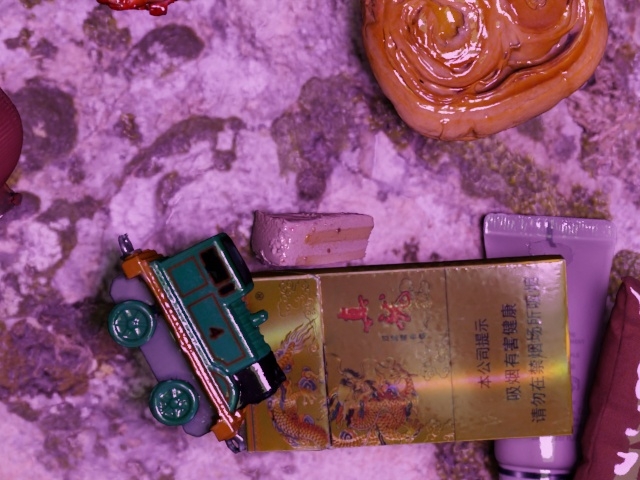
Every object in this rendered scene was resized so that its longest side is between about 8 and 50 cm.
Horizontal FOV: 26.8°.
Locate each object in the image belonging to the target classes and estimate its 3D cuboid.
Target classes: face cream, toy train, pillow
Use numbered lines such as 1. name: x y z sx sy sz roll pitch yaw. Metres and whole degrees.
1. face cream: 0.225 0.132 1.344 0.143 0.089 0.314 4 90 -11
2. toy train: -0.108 0.084 1.228 0.136 0.091 0.227 -30 90 5
3. pillow: 0.363 0.210 1.336 0.308 0.108 0.305 16 89 -37

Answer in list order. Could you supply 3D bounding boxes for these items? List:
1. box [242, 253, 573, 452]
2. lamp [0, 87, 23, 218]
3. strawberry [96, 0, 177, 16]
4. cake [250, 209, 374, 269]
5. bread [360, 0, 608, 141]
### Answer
1. box: 0.079 0.108 1.278 0.311 0.043 0.172 -3 98 4
2. lamp: -0.363 -0.107 1.132 0.180 0.180 0.258 -39 102 -7
3. strawberry: -0.164 -0.272 1.197 0.145 0.086 0.145 -2 101 -10
4. cake: 0.000 0.000 1.286 0.121 0.065 0.052 1 98 -21
5. bread: 0.153 -0.201 1.268 0.236 0.120 0.198 -24 100 -10
